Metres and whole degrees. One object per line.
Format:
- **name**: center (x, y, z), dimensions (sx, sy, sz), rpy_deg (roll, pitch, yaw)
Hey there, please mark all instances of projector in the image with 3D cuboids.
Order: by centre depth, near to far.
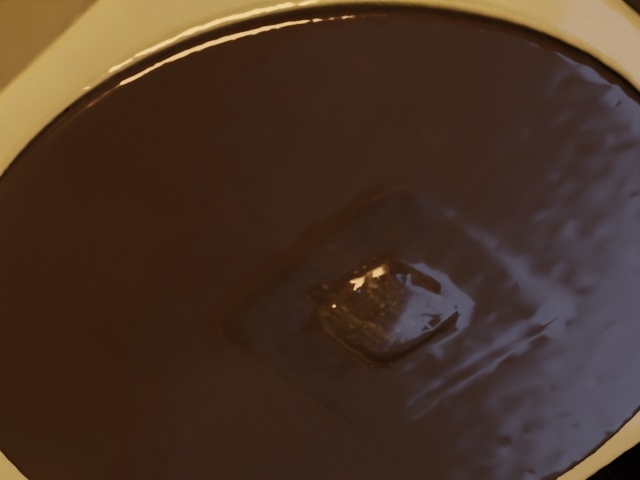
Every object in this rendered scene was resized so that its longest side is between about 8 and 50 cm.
- **projector**: center (0.000, 0.000, 0.605), dimensions (0.259, 0.257, 0.079), rpy_deg (-39, -144, 22)
